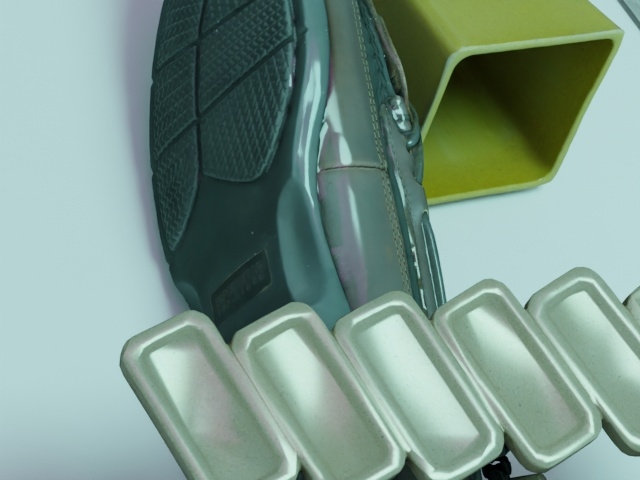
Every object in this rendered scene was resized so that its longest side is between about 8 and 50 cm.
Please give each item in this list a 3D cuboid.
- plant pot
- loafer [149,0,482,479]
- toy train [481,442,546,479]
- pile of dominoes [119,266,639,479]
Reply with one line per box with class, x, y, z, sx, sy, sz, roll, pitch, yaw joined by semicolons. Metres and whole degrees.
plant pot;0.052;-0.074;0.680;0.081;0.081;0.083;-10;51;-30
loafer;0.000;0.000;0.608;0.084;0.096;0.268;15;57;-39
toy train;0.065;0.101;0.554;0.036;0.027;0.158;-25;100;-69
pile of dominoes;0.072;0.106;0.505;0.251;0.040;0.196;-6;67;-20
